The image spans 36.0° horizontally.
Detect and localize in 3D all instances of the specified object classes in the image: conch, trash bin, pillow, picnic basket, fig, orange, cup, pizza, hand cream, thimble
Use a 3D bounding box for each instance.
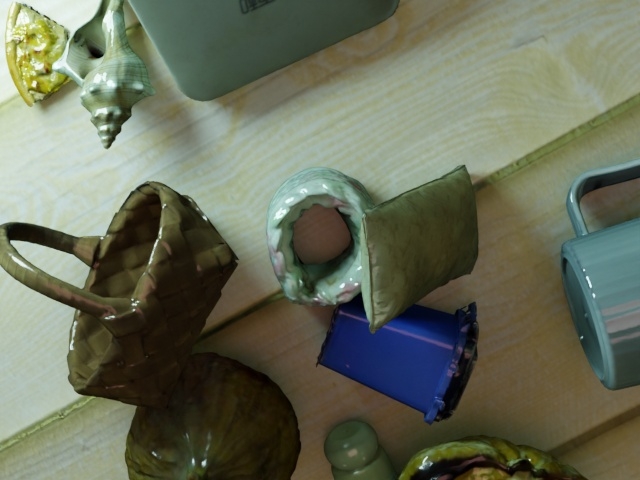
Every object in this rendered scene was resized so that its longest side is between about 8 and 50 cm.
[{"bbox_3d":[-0.329,-0.250,1.490,0.137,0.114,0.234,-17,68,-7],"label":"conch"},{"bbox_3d":[0.127,0.162,1.568,0.234,0.162,0.184,20,106,2],"label":"trash bin"},{"bbox_3d":[0.156,0.005,1.486,0.074,0.302,0.185,6,111,37],"label":"pillow"},{"bbox_3d":[-0.329,0.056,1.444,0.337,0.293,0.337,-8,112,-19],"label":"picnic basket"},{"bbox_3d":[-0.187,0.342,1.500,0.286,0.369,0.286,2,103,9],"label":"fig"},{"bbox_3d":[0.284,0.453,1.607,0.368,0.210,0.271,13,97,-5],"label":"orange"},{"bbox_3d":[0.539,0.044,1.495,0.311,0.257,0.331,-17,105,4],"label":"cup"},{"bbox_3d":[-0.432,-0.286,1.506,0.099,0.036,0.160,-5,104,0],"label":"pizza"},{"bbox_3d":[0.099,0.451,1.665,0.147,0.093,0.306,-23,105,-1],"label":"hand cream"},{"bbox_3d":[0.000,0.000,1.528,0.185,0.149,0.211,24,102,-9],"label":"thimble"}]

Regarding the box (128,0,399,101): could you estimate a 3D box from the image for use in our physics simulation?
[{"bbox_3d":[-0.104,-0.411,1.394,0.367,0.090,0.373,-23,131,5],"label":"box"}]
